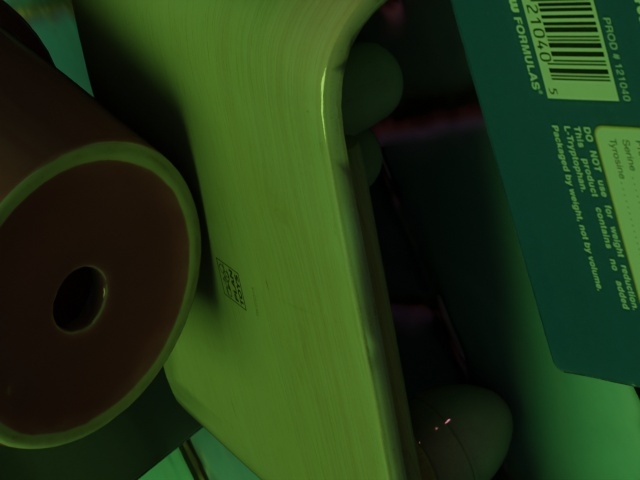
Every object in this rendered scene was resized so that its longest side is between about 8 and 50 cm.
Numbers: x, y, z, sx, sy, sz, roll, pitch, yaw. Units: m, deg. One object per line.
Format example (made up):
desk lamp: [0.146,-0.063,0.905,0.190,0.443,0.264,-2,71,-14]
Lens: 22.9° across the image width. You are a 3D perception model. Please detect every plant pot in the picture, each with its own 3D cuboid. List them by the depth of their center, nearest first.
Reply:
plant pot: [-0.156,-0.007,0.661,0.180,0.201,0.201,23,134,37]

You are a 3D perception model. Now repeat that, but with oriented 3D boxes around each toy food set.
toy food set: [0.000,0.000,0.669,0.219,0.092,0.306,33,140,52]

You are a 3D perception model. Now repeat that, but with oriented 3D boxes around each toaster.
toaster: [-0.167,0.095,0.890,0.168,0.185,0.110,-19,104,49]

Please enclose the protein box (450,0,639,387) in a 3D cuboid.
protein box: [0.143,-0.071,0.349,0.201,0.136,0.200,8,123,51]
